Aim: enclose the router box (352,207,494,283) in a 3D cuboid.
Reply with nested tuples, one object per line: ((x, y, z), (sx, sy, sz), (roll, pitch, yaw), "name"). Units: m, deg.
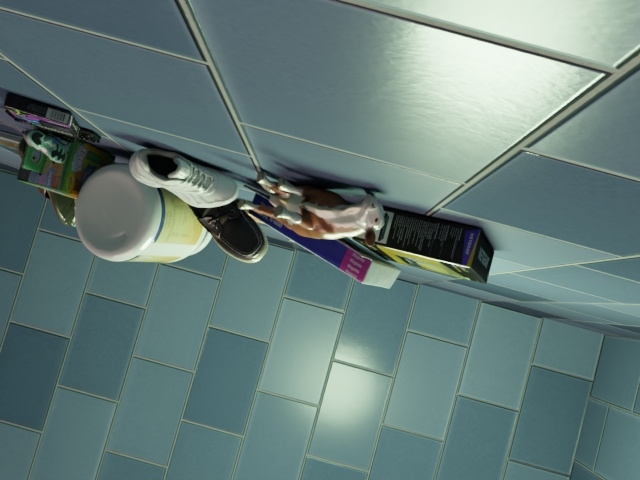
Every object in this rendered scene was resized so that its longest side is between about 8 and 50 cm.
((0.227, 0.012, 1.507), (0.243, 0.080, 0.309), (13, 175, 21), "router box")

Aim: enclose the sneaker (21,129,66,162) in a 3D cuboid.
((-0.592, -0.205, 1.519), (0.069, 0.038, 0.098), (19, 158, 39), "sneaker")

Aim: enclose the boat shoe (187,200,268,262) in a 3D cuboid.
((-0.232, -0.059, 1.621), (0.285, 0.103, 0.092), (47, -179, 25), "boat shoe")

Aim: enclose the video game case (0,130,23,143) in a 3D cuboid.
((-0.846, -0.272, 2.012), (0.194, 0.023, 0.212), (15, 176, 1), "video game case")

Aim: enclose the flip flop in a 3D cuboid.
((-0.686, -0.157, 1.822), (0.080, 0.112, 0.277), (12, 143, 34), "flip flop")

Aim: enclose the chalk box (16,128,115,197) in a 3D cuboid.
((-0.612, -0.178, 1.689), (0.132, 0.132, 0.213), (14, 177, 19), "chalk box")

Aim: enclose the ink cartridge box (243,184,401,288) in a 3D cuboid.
((0.000, 0.000, 1.644), (0.324, 0.071, 0.330), (31, -175, 21), "ink cartridge box")

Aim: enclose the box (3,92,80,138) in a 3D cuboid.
((-0.524, -0.234, 1.355), (0.116, 0.029, 0.162), (16, 177, -12), "box")

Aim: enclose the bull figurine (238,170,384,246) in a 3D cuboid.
((-0.019, -0.060, 1.338), (0.189, 0.101, 0.310), (19, 173, -28), "bull figurine")

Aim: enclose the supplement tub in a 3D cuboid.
((-0.418, -0.060, 1.757), (0.228, 0.228, 0.316), (14, -178, 21), "supplement tub")

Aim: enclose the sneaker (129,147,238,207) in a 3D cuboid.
((-0.276, -0.128, 1.465), (0.232, 0.090, 0.115), (16, 172, -17), "sneaker")

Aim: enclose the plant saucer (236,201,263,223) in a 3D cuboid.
((-0.165, -0.074, 2.067), (0.200, 0.037, 0.200), (16, 176, 1), "plant saucer")

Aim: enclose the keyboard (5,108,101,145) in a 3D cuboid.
((-0.557, -0.227, 1.501), (0.192, 0.038, 0.100), (16, 176, 3), "keyboard")
